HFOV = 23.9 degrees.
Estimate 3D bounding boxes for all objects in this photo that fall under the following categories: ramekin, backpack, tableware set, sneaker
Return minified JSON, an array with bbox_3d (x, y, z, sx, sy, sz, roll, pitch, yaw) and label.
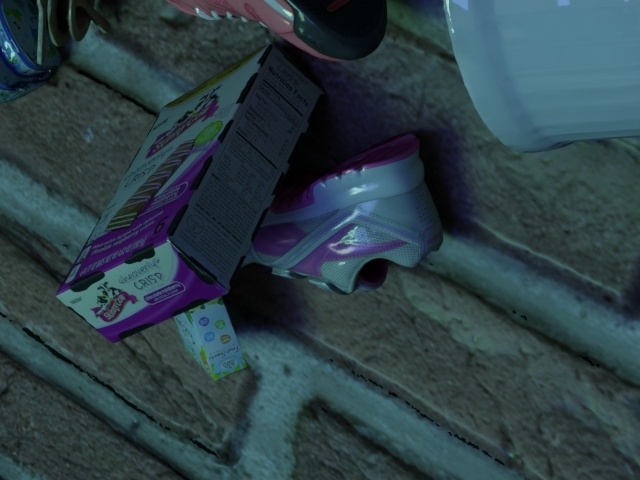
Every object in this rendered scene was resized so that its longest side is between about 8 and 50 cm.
[{"bbox_3d":[0.188,-0.191,0.915,0.135,0.277,0.277,3,114,29],"label":"ramekin"},{"bbox_3d":[-0.306,-0.184,1.421,0.084,0.114,0.105,-24,95,24],"label":"backpack"},{"bbox_3d":[-0.207,-0.258,1.309,0.039,0.128,0.194,10,122,4],"label":"tableware set"},{"bbox_3d":[-0.067,-0.228,1.226,0.314,0.116,0.136,43,143,23],"label":"sneaker"},{"bbox_3d":[0.000,0.000,1.278,0.252,0.103,0.111,-17,102,46],"label":"sneaker"}]

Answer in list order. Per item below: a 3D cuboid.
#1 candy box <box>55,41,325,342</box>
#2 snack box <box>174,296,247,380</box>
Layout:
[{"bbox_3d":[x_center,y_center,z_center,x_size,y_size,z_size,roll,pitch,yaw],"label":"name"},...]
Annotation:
[{"bbox_3d":[-0.105,-0.041,1.249,0.071,0.233,0.159,43,137,-22],"label":"candy box"},{"bbox_3d":[-0.114,0.065,1.402,0.141,0.037,0.100,-154,42,-73],"label":"snack box"}]
